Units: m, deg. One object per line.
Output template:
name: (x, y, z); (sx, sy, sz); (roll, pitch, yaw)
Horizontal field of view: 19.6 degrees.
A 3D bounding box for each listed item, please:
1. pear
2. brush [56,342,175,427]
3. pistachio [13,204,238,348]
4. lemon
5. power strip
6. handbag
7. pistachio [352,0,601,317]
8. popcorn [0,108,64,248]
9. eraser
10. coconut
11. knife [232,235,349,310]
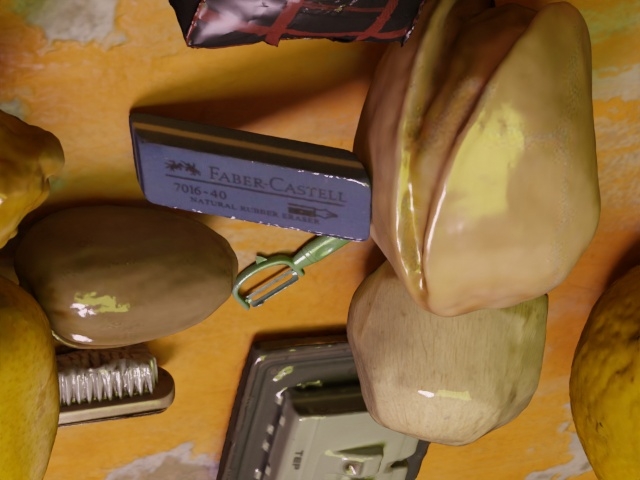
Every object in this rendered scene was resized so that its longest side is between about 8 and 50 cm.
pear: (-0.360, 0.146, 1.582); (0.285, 0.285, 0.336); (-10, 169, -13)
brush: (-0.304, 0.149, 1.800); (0.327, 0.070, 0.065); (-8, 120, -13)
pistachio: (-0.179, 0.032, 1.683); (0.206, 0.131, 0.129); (-4, -177, -26)
lemon: (0.419, 0.163, 1.941); (0.336, 0.336, 0.336); (-12, 140, -11)
power strip: (0.025, 0.208, 1.981); (0.251, 0.092, 0.257); (0, 132, -18)
handbag: (-0.007, -0.230, 1.422); (0.215, 0.155, 0.169); (-2, 144, -25)
pistachio: (0.137, -0.078, 1.608); (0.229, 0.238, 0.321); (20, 129, 19)
popcorn: (-0.336, -0.072, 1.429); (0.253, 0.191, 0.190); (-9, 121, -35)
eraser: (-0.062, -0.056, 1.605); (0.225, 0.036, 0.082); (11, 140, 9)
coconut: (0.123, 0.087, 1.815); (0.224, 0.224, 0.224); (-12, 140, -11)
knife: (0.000, -0.001, 1.795); (0.212, 0.015, 0.054); (-31, 131, 13)
